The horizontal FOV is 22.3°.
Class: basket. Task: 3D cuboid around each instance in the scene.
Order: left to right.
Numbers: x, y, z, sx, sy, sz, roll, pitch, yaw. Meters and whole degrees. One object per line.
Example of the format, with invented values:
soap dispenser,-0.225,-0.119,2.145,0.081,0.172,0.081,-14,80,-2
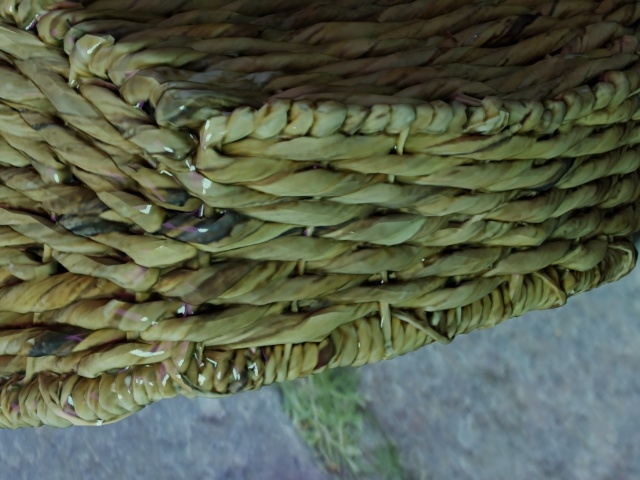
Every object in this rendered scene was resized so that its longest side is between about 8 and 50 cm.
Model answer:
basket,0.000,0.000,0.682,0.213,0.299,0.223,32,121,36
